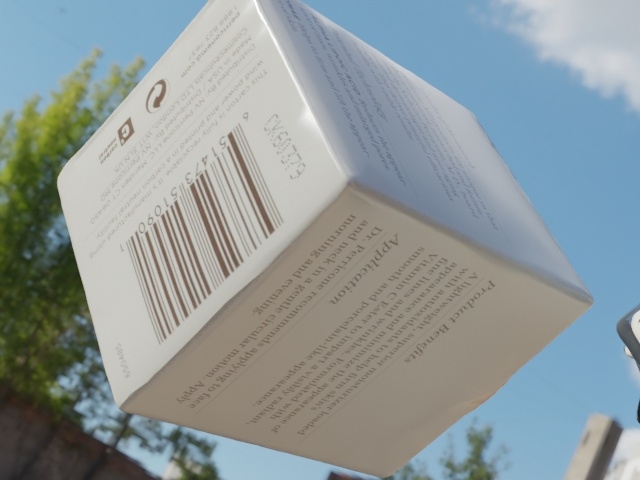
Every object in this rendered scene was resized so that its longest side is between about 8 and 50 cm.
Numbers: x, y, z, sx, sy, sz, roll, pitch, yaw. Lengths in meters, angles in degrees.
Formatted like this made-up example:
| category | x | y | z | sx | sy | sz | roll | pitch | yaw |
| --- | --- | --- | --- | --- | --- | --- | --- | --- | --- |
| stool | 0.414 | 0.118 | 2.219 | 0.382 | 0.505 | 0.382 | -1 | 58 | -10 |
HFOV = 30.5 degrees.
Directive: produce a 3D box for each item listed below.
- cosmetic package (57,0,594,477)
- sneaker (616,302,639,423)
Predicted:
| category | x | y | z | sx | sy | sz | roll | pitch | yaw |
| --- | --- | --- | --- | --- | --- | --- | --- | --- | --- |
| cosmetic package | 0.000 | 0.000 | 0.570 | 0.183 | 0.151 | 0.151 | 25 | 30 | -43 |
| sneaker | 0.193 | 0.010 | 0.510 | 0.094 | 0.235 | 0.153 | 7 | -6 | -30 |
